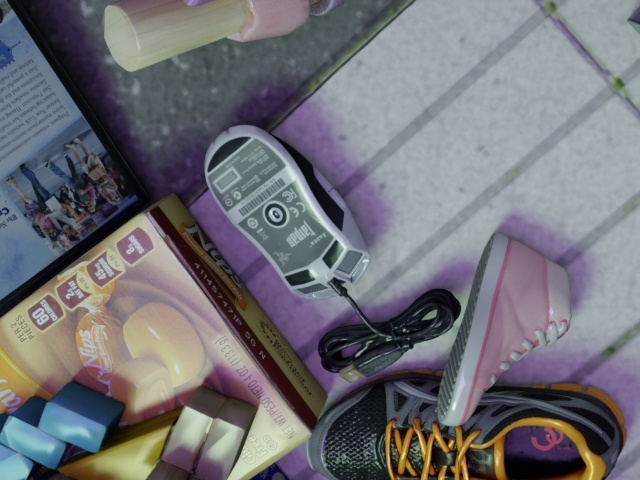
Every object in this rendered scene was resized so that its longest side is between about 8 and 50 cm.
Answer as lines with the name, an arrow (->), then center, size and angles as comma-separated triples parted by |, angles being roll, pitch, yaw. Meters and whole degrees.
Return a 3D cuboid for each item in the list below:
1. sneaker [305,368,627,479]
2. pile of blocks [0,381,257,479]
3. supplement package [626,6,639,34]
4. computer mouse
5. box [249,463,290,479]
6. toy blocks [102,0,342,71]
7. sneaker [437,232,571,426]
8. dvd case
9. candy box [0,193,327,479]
sneaker -> 0.094, 0.133, 0.921 | 0.215, 0.083, 0.084 | -6, 101, 10
pile of blocks -> -0.215, 0.180, 0.866 | 0.362, 0.112, 0.149 | -28, 97, 12
supplement package -> 0.341, -0.141, 0.775 | 0.263, 0.198, 0.199 | -43, 93, 13
computer mouse -> 0.000, 0.000, 0.927 | 0.106, 0.042, 0.193 | -34, 95, 32
box -> -0.045, 0.245, 0.966 | 0.126, 0.072, 0.137 | -42, 93, 14
toy blocks -> -0.009, -0.288, 0.777 | 0.260, 0.309, 0.288 | -25, 88, -30
sneaker -> 0.124, 0.065, 0.899 | 0.070, 0.051, 0.134 | 22, 67, -4
dvd case -> -0.247, -0.077, 0.890 | 0.180, 0.022, 0.253 | -38, 108, -20
candy box -> -0.175, 0.134, 0.956 | 0.316, 0.087, 0.183 | -36, 94, 12
